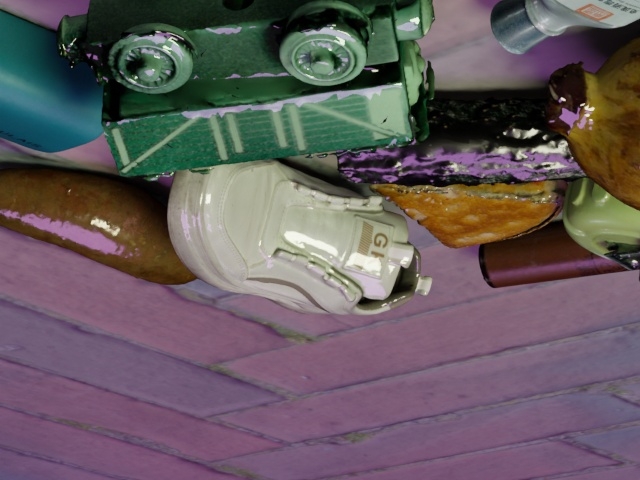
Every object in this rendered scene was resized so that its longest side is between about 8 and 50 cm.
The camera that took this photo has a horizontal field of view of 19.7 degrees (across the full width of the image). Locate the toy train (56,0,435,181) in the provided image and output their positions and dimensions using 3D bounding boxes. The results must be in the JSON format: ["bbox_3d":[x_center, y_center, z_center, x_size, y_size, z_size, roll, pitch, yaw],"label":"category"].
[{"bbox_3d":[-0.050,-0.129,1.318,0.269,0.115,0.154,-7,141,5],"label":"toy train"}]

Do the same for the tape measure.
[{"bbox_3d":[0.296,-0.017,1.575,0.175,0.106,0.200,9,170,32],"label":"tape measure"}]

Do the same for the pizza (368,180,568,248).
[{"bbox_3d":[0.120,-0.035,1.673,0.176,0.036,0.184,11,161,-14],"label":"pizza"}]

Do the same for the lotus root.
[{"bbox_3d":[0.280,-0.087,1.386,0.260,0.128,0.145,8,125,-22],"label":"lotus root"}]

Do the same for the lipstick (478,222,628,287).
[{"bbox_3d":[0.318,-0.003,1.706,0.357,0.057,0.057,-9,156,26],"label":"lipstick"}]

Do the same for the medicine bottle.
[{"bbox_3d":[0.198,-0.182,1.257,0.090,0.053,0.208,16,155,-32],"label":"medicine bottle"}]

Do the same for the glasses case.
[{"bbox_3d":[-0.304,-0.142,1.393,0.301,0.070,0.117,19,154,-39],"label":"glasses case"}]

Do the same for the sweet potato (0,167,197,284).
[{"bbox_3d":[-0.176,-0.010,1.717,0.346,0.079,0.108,22,180,-44],"label":"sweet potato"}]

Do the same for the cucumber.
[{"bbox_3d":[0.162,-0.082,1.490,0.303,0.081,0.072,0,135,6],"label":"cucumber"}]

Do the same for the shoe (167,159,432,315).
[{"bbox_3d":[0.000,0.000,1.622,0.159,0.124,0.316,8,170,28],"label":"shoe"}]
